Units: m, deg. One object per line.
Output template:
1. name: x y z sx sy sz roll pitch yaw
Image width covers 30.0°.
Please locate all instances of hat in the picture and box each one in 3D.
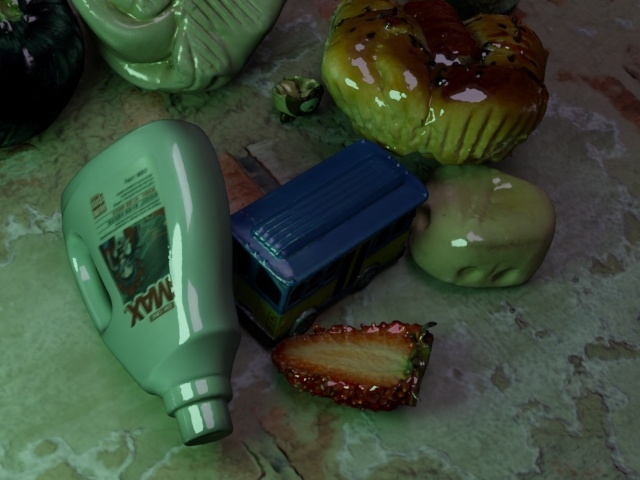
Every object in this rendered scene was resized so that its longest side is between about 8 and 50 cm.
1. hat: -0.037 -0.225 1.917 0.076 0.059 0.077 21 42 24

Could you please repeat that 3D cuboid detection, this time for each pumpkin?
1. pumpkin: -0.499 -0.276 1.727 0.315 0.238 0.315 15 56 -24

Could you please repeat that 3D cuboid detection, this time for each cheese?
1. cheese: 0.237 -0.030 1.790 0.235 0.117 0.218 -22 58 -33

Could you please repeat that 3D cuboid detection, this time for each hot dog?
1. hot dog: 0.169 -0.254 1.836 0.367 0.196 0.365 13 31 3

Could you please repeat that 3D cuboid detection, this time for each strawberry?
1. strawberry: 0.049 0.169 1.608 0.208 0.087 0.167 7 35 16

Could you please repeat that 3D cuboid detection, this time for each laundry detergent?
1. laundry detergent: -0.205 0.071 1.536 0.124 0.264 0.398 10 57 -53

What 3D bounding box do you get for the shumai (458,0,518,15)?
1. shumai: 0.216 -0.558 2.207 0.263 0.304 0.309 0 43 31

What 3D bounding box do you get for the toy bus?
1. toy bus: 0.000 0.000 1.663 0.287 0.175 0.138 -33 65 -34

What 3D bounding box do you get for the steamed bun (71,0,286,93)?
1. steamed bun: -0.230 -0.425 1.889 0.342 0.255 0.368 46 76 -25
